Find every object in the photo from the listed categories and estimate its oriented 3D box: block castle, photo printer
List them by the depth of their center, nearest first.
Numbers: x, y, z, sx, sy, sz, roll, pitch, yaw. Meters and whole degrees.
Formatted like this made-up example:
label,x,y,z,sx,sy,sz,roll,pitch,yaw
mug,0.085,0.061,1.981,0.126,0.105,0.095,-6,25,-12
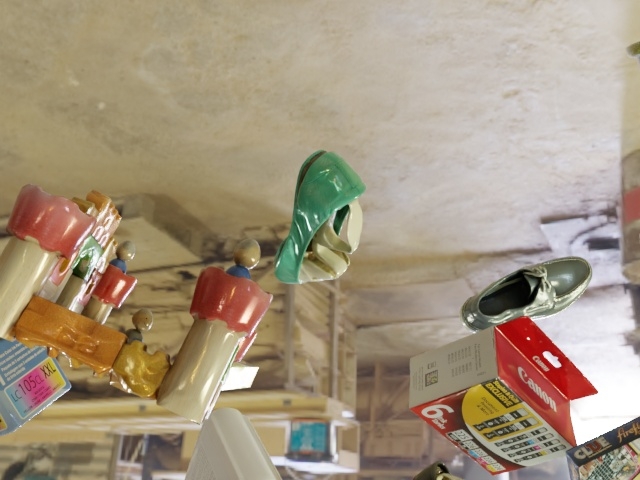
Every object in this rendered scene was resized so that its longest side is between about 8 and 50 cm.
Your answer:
label,x,y,z,sx,sy,sz,roll,pitch,yaw
block castle,-0.233,0.086,0.913,0.303,0.213,0.453,24,165,-1
photo printer,-0.174,0.519,1.362,0.107,0.256,0.307,11,-166,-28

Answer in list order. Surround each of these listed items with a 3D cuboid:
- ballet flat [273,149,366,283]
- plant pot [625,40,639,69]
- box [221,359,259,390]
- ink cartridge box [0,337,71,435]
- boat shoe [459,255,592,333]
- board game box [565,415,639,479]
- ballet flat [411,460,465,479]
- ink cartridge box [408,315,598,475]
label,x,y,z,sx,sy,sz,roll,pitch,yaw
ballet flat,0.000,0.000,0.826,0.083,0.087,0.247,-35,159,-31
plant pot,0.465,-0.029,0.526,0.366,0.353,0.366,-14,-174,2
box,-0.218,0.298,1.574,0.087,0.058,0.232,21,175,13
ink cartridge box,-0.641,0.144,1.132,0.270,0.395,0.151,-23,-172,19
boat shoe,0.456,0.110,1.486,0.319,0.116,0.099,-21,161,-8
board game box,0.555,0.452,1.291,0.165,0.042,0.243,-23,121,-5
ballet flat,0.247,0.446,1.050,0.280,0.096,0.095,39,-169,37
ink cartridge box,0.377,0.320,1.389,0.272,0.130,0.309,-30,123,32
